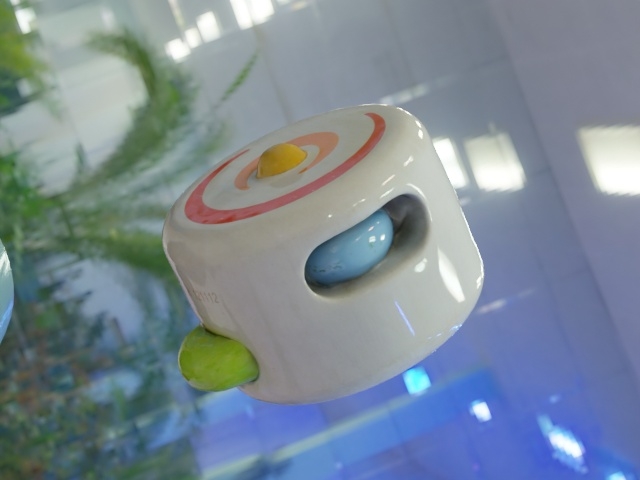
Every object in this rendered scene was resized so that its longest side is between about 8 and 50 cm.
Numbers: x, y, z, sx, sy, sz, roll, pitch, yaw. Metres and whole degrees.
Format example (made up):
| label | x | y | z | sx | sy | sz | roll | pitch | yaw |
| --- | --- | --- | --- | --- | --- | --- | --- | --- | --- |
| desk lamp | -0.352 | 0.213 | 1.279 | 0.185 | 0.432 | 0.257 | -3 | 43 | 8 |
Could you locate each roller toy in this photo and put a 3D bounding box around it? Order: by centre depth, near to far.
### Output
| label | x | y | z | sx | sy | sz | roll | pitch | yaw |
| --- | --- | --- | --- | --- | --- | --- | --- | --- | --- |
| roller toy | 0.000 | 0.000 | 1.034 | 0.146 | 0.191 | 0.209 | 65 | 27 | -21 |

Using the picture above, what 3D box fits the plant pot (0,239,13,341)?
| label | x | y | z | sx | sy | sz | roll | pitch | yaw |
| --- | --- | --- | --- | --- | --- | --- | --- | --- | --- |
| plant pot | -0.388 | 0.096 | 1.125 | 0.235 | 0.293 | 0.293 | -87 | 167 | -51 |
